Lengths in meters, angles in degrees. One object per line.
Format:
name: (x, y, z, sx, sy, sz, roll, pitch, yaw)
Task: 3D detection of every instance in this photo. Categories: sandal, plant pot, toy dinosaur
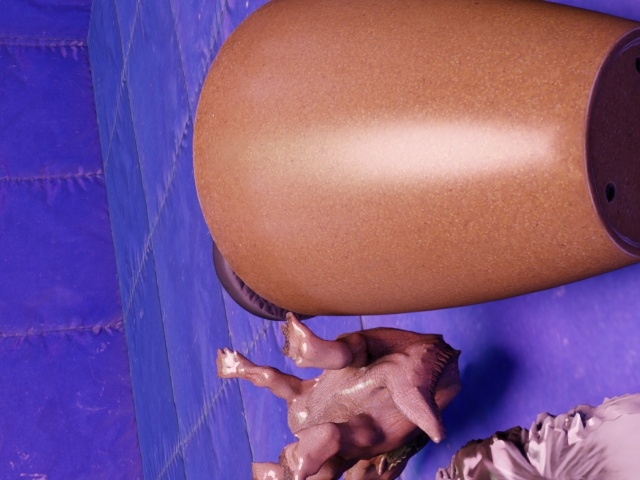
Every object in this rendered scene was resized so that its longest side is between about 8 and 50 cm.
sandal: (0.000, 0.001, 0.683, 0.054, 0.254, 0.097, -2, 100, 35)
plant pot: (0.089, -0.057, 0.523, 0.254, 0.237, 0.237, 4, 97, 51)
toy dinosaur: (0.047, 0.119, 0.644, 0.295, 0.200, 0.127, 140, 125, -59)

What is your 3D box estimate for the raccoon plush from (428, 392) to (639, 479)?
raccoon plush: (0.106, 0.265, 0.624, 0.446, 0.299, 0.216, -27, 74, 22)
